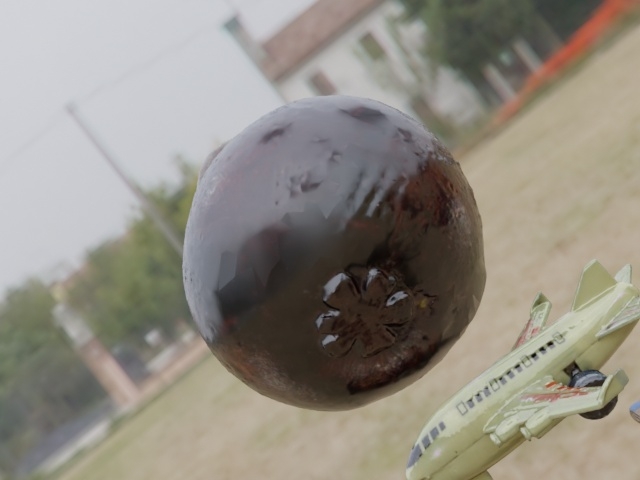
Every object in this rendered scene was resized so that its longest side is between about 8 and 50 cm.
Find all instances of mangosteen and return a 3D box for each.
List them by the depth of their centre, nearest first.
[{"bbox_3d":[0.012,0.008,1.717,0.297,0.297,0.293,-38,9,10],"label":"mangosteen"}]

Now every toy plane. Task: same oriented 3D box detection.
[{"bbox_3d":[0.168,0.115,1.431,0.244,0.092,0.229,-48,13,6],"label":"toy plane"}]

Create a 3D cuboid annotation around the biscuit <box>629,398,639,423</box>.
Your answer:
[{"bbox_3d":[0.411,0.186,2.065,0.130,0.019,0.119,-11,34,23],"label":"biscuit"}]
